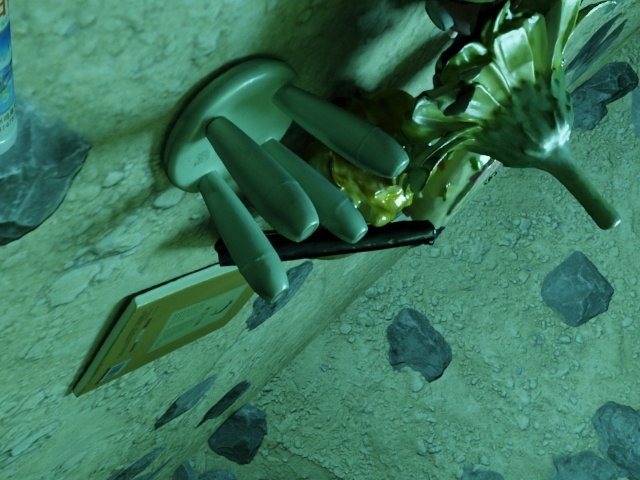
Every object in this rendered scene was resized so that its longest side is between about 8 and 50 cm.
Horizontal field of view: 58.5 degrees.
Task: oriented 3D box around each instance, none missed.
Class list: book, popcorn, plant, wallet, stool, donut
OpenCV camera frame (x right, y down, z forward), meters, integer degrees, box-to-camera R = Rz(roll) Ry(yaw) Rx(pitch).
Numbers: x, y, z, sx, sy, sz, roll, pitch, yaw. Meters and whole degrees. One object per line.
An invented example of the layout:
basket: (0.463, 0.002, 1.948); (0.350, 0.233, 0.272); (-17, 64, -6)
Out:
book: (-0.245, 0.138, 1.058); (0.269, 0.032, 0.389); (-50, 165, 29)
popcorn: (0.067, -0.123, 0.865); (0.190, 0.191, 0.254); (-7, -170, 42)
plant: (0.213, -0.142, 0.669); (0.261, 0.296, 0.306); (4, 146, -43)
wallet: (0.000, 0.000, 0.884); (0.318, 0.045, 0.172); (-6, -174, -7)
stool: (-0.045, -0.074, 0.651); (0.195, 0.198, 0.195); (-34, 161, -31)
donut: (0.255, -0.163, 1.040); (0.307, 0.150, 0.371); (-44, 168, -23)

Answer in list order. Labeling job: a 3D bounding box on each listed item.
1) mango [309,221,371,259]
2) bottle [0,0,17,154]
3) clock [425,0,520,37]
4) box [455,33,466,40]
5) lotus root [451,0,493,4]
mango: (0.034, -0.032, 1.115); (0.193, 0.146, 0.316); (-29, 169, -21)
bottle: (-0.203, -0.135, 0.311); (0.060, 0.060, 0.217); (-33, 162, -38)
clock: (0.244, -0.363, 0.737); (0.241, 0.142, 0.227); (-41, 166, 6)
box: (0.281, -0.357, 0.998); (0.054, 0.074, 0.099); (-54, 167, -3)
lotus root: (0.157, -0.345, 0.472); (0.173, 0.173, 0.309); (-37, 159, -25)
